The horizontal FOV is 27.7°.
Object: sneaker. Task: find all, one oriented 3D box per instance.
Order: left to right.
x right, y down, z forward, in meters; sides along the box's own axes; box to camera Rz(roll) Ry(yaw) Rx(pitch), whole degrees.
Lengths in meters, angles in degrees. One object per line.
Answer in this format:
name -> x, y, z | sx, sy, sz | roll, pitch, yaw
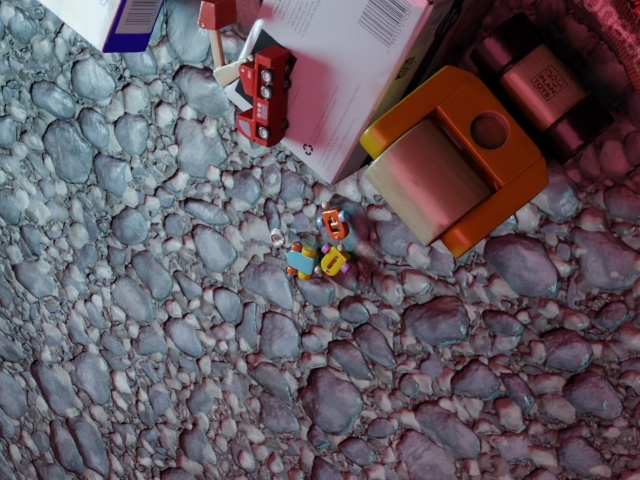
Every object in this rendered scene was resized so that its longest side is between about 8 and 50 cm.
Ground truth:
sneaker -> 0.389, -0.293, 1.673 | 0.135, 0.098, 0.276 | -11, 104, 41

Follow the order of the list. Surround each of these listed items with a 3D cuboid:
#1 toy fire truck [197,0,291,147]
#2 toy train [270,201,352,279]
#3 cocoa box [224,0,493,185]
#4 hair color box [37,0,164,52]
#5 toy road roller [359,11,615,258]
toy fire truck -> -0.107, -0.236, 1.812 | 0.135, 0.047, 0.192 | 24, 126, 29
toy train -> 0.000, 0.000, 2.174 | 0.166, 0.046, 0.125 | -17, 101, 39
cocoa box -> 0.064, -0.299, 1.832 | 0.231, 0.228, 0.347 | 42, 132, 15
hair color box -> -0.394, -0.464, 2.085 | 0.339, 0.110, 0.185 | 39, 118, 27
toy road roller -> 0.218, -0.128, 1.765 | 0.202, 0.329, 0.240 | 51, 170, 6
